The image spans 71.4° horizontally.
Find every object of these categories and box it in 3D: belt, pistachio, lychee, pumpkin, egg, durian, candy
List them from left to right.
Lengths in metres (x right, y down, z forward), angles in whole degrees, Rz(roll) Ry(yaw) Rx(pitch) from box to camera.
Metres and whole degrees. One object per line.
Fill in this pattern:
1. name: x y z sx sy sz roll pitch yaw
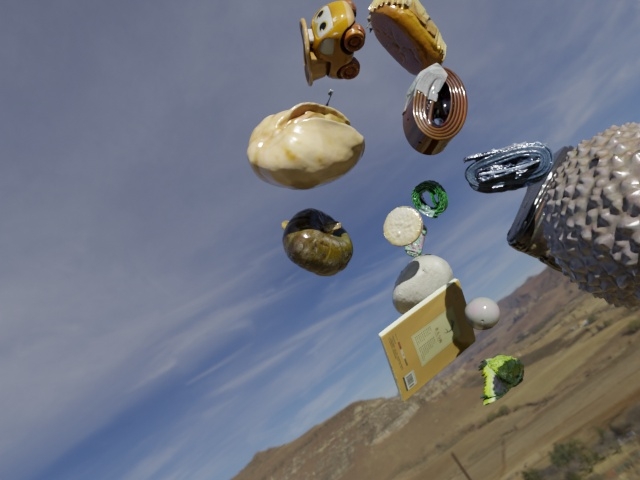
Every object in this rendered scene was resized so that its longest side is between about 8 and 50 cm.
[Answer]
1. pistachio: -0.038 -0.242 1.189 0.321 0.229 0.238 -14 -34 -22
2. pumpkin: 0.000 0.000 1.277 0.219 0.219 0.162 -5 -36 -52
3. candy: 0.411 0.190 1.771 0.296 0.185 0.295 -26 -43 -26
4. belt: 0.428 -0.161 1.723 0.121 0.151 0.079 -37 -7 31
5. belt: 0.419 -0.486 1.652 0.218 0.338 0.122 13 -21 -5
6. egg: 0.503 0.229 1.389 0.103 0.103 0.135 -34 -19 -7
7. durian: 0.619 0.450 1.516 0.132 0.106 0.375 -27 -9 39
8. belt: 0.493 -0.188 1.169 0.218 0.122 0.128 -13 7 15
9. lychee: 0.651 -0.047 0.889 0.380 0.380 0.432 -44 -5 16

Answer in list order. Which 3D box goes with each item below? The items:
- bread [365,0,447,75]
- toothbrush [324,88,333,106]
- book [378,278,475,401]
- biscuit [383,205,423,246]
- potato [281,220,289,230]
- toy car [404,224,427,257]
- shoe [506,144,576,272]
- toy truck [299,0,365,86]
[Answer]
1. bread: 0.367 -0.870 1.876 0.183 0.389 0.236 -60 16 -22
2. toothbrush: 0.019 -0.537 1.803 0.014 0.017 0.194 -37 32 65
3. book: 0.376 0.333 1.518 0.389 0.268 0.032 -28 17 -28
4. biscuit: 0.293 -0.050 1.584 0.152 0.152 0.020 -44 -29 18
5. potato: -0.099 -0.033 1.539 0.045 0.092 0.046 -37 -31 -25
6. toy car: 0.388 -0.002 1.792 0.055 0.069 0.142 -3 -73 -61
7. shoe: 0.748 -0.093 1.349 0.383 0.237 0.171 -58 -5 -17
8. toy truck: 0.039 -0.708 1.614 0.212 0.204 0.288 -8 -28 -6
